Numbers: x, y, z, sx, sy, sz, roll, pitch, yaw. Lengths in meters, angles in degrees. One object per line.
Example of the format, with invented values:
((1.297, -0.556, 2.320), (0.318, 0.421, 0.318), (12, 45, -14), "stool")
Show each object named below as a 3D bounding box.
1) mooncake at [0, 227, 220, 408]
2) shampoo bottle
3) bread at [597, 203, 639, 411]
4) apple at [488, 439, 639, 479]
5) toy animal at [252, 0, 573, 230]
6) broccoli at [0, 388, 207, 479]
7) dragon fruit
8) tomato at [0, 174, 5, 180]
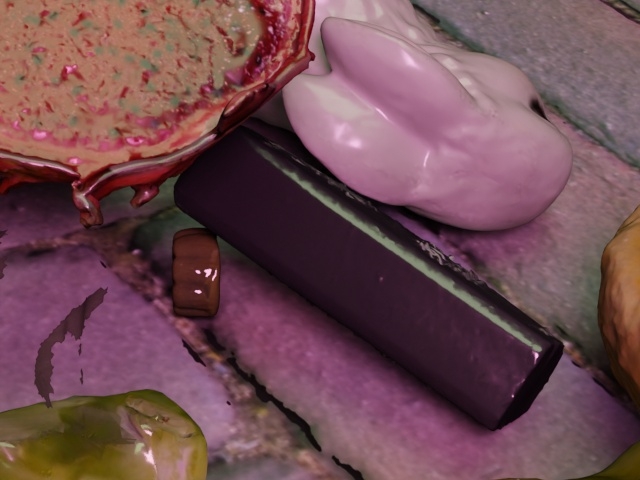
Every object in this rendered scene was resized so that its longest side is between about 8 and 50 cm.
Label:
((-0.096, 0.029, 0.741), (0.057, 0.347, 0.150), (-9, 74, 10), "mooncake")
((0.000, 0.000, 0.872), (0.309, 0.071, 0.098), (34, 9, 16), "shampoo bottle")
((0.283, 0.053, 0.868), (0.244, 0.134, 0.244), (-4, 30, 2), "bread")
((0.196, 0.201, 0.492), (0.311, 0.320, 0.360), (-1, 45, -38), "apple")
((0.013, -0.136, 1.026), (0.357, 0.194, 0.258), (38, 1, 26), "toy animal")
((-0.205, 0.131, 0.598), (0.361, 0.221, 0.252), (0, 5, -23), "broccoli")
((-0.096, -0.091, 0.797), (0.161, 0.126, 0.274), (31, 62, 9), "dragon fruit")
((-0.277, -0.156, 0.981), (0.334, 0.176, 0.290), (20, 69, 7), "tomato")
